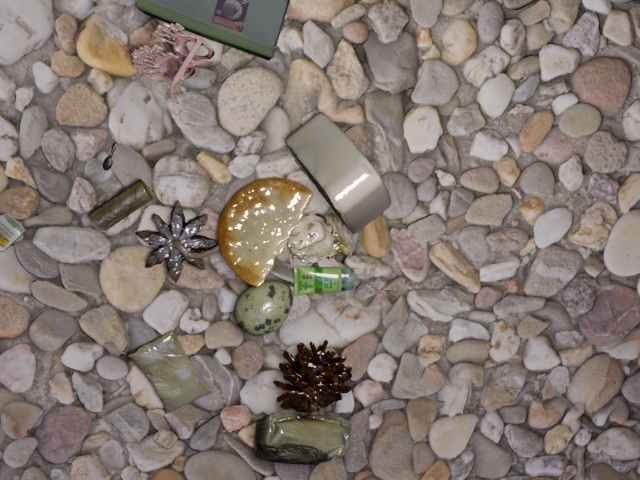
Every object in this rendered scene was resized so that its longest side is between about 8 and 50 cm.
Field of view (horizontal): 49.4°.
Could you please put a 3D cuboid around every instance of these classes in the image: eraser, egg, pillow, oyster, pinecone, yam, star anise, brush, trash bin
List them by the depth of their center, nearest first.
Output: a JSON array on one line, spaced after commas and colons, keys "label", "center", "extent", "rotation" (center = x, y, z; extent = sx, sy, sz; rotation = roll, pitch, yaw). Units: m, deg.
[{"label": "trash bin", "center": [-0.261, -0.570, 1.716], "extent": [0.343, 0.223, 0.158], "rotation": [14, 101, -10]}, {"label": "brush", "center": [-0.561, -0.225, 1.861], "extent": [0.024, 0.008, 0.083], "rotation": [24, 99, -10]}, {"label": "yam", "center": [-0.533, -0.094, 1.868], "extent": [0.169, 0.068, 0.068], "rotation": [-33, 106, -1]}, {"label": "eraser", "center": [0.072, -0.153, 1.871], "extent": [0.150, 0.331, 0.331], "rotation": [-37, 106, 0]}, {"label": "star anise", "center": [-0.377, 0.006, 1.908], "extent": [0.262, 0.081, 0.230], "rotation": [4, 92, -7]}, {"label": "egg", "center": [-0.156, 0.186, 1.951], "extent": [0.181, 0.141, 0.141], "rotation": [-37, 106, 3]}, {"label": "oyster", "center": [0.000, 0.000, 1.959], "extent": [0.191, 0.081, 0.163], "rotation": [38, 99, 14]}, {"label": "pinecone", "center": [-0.023, 0.388, 1.994], "extent": [0.228, 0.202, 0.201], "rotation": [-8, 77, -5]}, {"label": "pillow", "center": [-0.432, 0.381, 2.005], "extent": [0.148, 0.050, 0.230], "rotation": [-27, 108, 3]}]

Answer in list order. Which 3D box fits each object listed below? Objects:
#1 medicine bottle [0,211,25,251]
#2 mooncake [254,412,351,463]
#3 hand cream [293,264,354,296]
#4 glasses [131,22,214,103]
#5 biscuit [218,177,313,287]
[{"label": "medicine bottle", "center": [-0.854, -0.009, 1.845], "extent": [0.118, 0.055, 0.074], "rotation": [-41, 107, 3]}, {"label": "mooncake", "center": [-0.059, 0.575, 2.007], "extent": [0.250, 0.254, 0.136], "rotation": [10, 69, -14]}, {"label": "hand cream", "center": [0.011, 0.115, 2.008], "extent": [0.175, 0.046, 0.095], "rotation": [-2, 106, -6]}, {"label": "glasses", "center": [-0.379, -0.444, 1.736], "extent": [0.162, 0.255, 0.095], "rotation": [27, 56, -29]}, {"label": "biscuit", "center": [-0.170, -0.044, 1.917], "extent": [0.204, 0.040, 0.309], "rotation": [30, 84, 2]}]
